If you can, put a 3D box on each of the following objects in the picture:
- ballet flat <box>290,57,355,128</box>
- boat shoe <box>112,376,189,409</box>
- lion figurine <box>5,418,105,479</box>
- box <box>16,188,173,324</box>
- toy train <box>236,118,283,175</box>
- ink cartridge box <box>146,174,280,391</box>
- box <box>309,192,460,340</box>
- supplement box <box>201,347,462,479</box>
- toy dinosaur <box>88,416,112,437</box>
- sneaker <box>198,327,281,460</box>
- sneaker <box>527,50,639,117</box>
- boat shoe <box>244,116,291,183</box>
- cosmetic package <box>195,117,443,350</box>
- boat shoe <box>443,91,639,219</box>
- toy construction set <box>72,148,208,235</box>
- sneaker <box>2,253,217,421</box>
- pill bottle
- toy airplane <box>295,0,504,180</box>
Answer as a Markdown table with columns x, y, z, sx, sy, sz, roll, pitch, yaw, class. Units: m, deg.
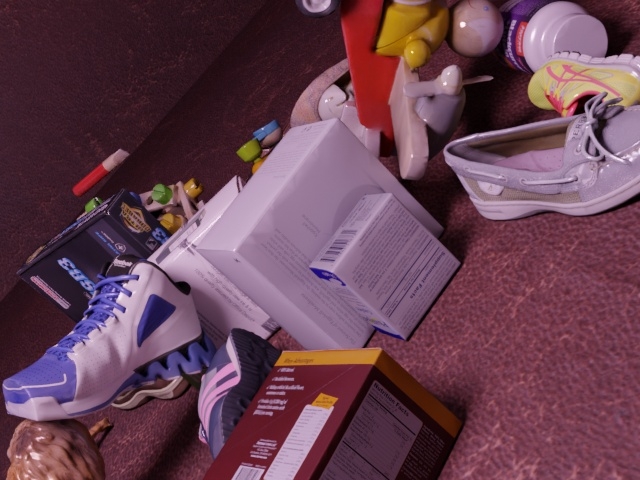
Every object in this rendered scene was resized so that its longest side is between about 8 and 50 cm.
| x | y | z | sx | sy | sz | roll | pitch | yaw | class |
| --- | --- | --- | --- | --- | --- | --- | --- | --- | --- |
| 0.071 | -0.308 | 1.820 | 0.316 | 0.107 | 0.106 | -43 | 35 | 8 | ballet flat |
| -0.313 | 0.222 | 1.582 | 0.257 | 0.095 | 0.095 | -22 | 32 | 46 | boat shoe |
| -0.389 | 0.409 | 1.141 | 0.142 | 0.240 | 0.392 | -23 | 18 | 47 | lion figurine |
| -0.326 | 0.083 | 1.581 | 0.293 | 0.295 | 0.073 | -27 | 26 | 38 | box |
| -0.100 | -0.121 | 1.669 | 0.105 | 0.143 | 0.248 | -31 | 9 | 34 | toy train |
| -0.152 | 0.068 | 1.420 | 0.273 | 0.198 | 0.115 | -42 | 20 | 9 | ink cartridge box |
| 0.080 | 0.031 | 1.141 | 0.126 | 0.137 | 0.072 | -52 | 21 | -15 | box |
| 0.004 | 0.226 | 0.946 | 0.191 | 0.129 | 0.194 | -12 | 39 | 56 | supplement box |
| -0.419 | 0.376 | 1.549 | 0.112 | 0.064 | 0.211 | -31 | 26 | 31 | toy dinosaur |
| -0.106 | 0.239 | 1.187 | 0.131 | 0.112 | 0.319 | -56 | 12 | 16 | sneaker |
| 0.321 | -0.178 | 1.151 | 0.094 | 0.081 | 0.208 | -53 | 23 | -11 | sneaker |
| -0.104 | -0.174 | 1.937 | 0.207 | 0.073 | 0.073 | -46 | 22 | 3 | boat shoe |
| 0.000 | 0.000 | 1.224 | 0.224 | 0.224 | 0.138 | -54 | 23 | -19 | cosmetic package |
| 0.274 | -0.100 | 1.063 | 0.320 | 0.103 | 0.118 | -8 | 43 | 58 | boat shoe |
| -0.275 | -0.056 | 1.730 | 0.237 | 0.309 | 0.257 | -36 | 28 | 25 | toy construction set |
| -0.289 | 0.118 | 1.255 | 0.127 | 0.182 | 0.315 | -3 | 10 | 44 | sneaker |
| 0.320 | -0.283 | 1.298 | 0.108 | 0.108 | 0.193 | -45 | 21 | 3 | pill bottle |
| 0.130 | -0.267 | 1.337 | 0.272 | 0.386 | 0.384 | -9 | -2 | 7 | toy airplane |
